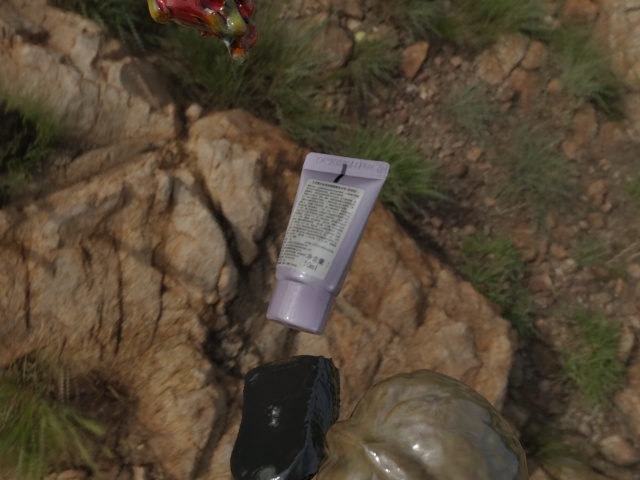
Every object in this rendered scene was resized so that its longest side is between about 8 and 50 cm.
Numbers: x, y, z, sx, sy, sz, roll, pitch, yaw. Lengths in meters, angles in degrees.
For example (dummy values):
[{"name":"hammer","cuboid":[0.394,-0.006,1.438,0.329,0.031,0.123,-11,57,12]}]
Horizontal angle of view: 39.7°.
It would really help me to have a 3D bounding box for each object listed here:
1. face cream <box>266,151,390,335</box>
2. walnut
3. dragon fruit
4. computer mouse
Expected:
[{"name":"face cream","cuboid":[0.000,0.000,1.329,0.096,0.154,0.274,30,75,-52]},{"name":"walnut","cuboid":[0.091,0.229,0.800,0.224,0.224,0.224,7,70,-21]},{"name":"dragon fruit","cuboid":[-0.152,-0.321,1.150,0.150,0.133,0.208,-41,100,-40]},{"name":"computer mouse","cuboid":[-0.040,0.223,1.046,0.217,0.121,0.073,-81,154,-50]}]
